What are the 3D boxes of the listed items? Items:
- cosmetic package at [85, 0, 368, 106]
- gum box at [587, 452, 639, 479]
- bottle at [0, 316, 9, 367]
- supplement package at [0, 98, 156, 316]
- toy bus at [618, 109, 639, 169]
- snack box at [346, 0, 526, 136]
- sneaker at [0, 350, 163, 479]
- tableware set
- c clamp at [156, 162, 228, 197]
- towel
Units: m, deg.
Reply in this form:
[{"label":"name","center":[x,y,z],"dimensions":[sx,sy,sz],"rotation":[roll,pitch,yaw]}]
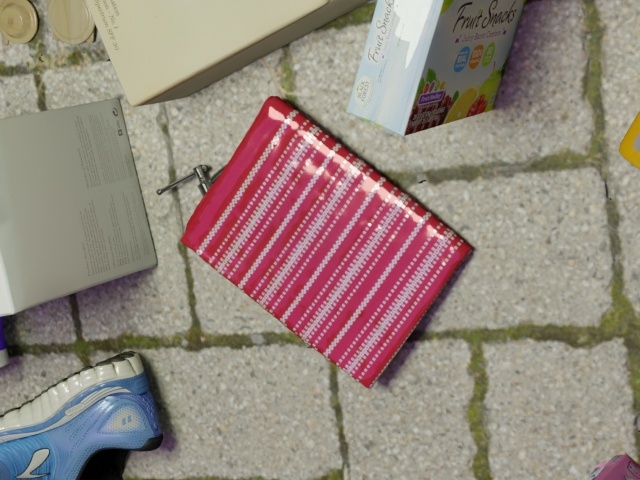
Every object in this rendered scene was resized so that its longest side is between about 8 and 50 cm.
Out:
[{"label":"cosmetic package","center":[-0.082,-0.270,1.622],"dimensions":[0.309,0.113,0.160],"rotation":[-25,88,31]},{"label":"gum box","center":[0.319,0.300,1.529],"dimensions":[0.188,0.107,0.062],"rotation":[46,118,12]},{"label":"bottle","center":[-0.433,0.018,1.868],"dimensions":[0.092,0.118,0.283],"rotation":[-9,97,45]},{"label":"supplement package","center":[-0.349,-0.029,1.729],"dimensions":[0.198,0.263,0.199],"rotation":[-10,95,29]},{"label":"toy bus","center":[0.404,-0.187,1.380],"dimensions":[0.130,0.108,0.332],"rotation":[37,115,20]},{"label":"snack box","center":[0.118,-0.199,1.474],"dimensions":[0.070,0.207,0.174],"rotation":[24,110,22]},{"label":"sneaker","center":[-0.318,0.259,1.853],"dimensions":[0.330,0.130,0.147],"rotation":[-30,83,30]},{"label":"tableware set","center":[-0.322,-0.290,1.800],"dimensions":[0.169,0.020,0.141],"rotation":[-1,102,27]},{"label":"c clamp","center":[-0.087,-0.022,1.732],"dimensions":[0.137,0.022,0.160],"rotation":[-33,84,23]},{"label":"towel","center":[0.000,0.000,1.671],"dimensions":[0.275,0.031,0.199],"rotation":[38,109,12]}]
